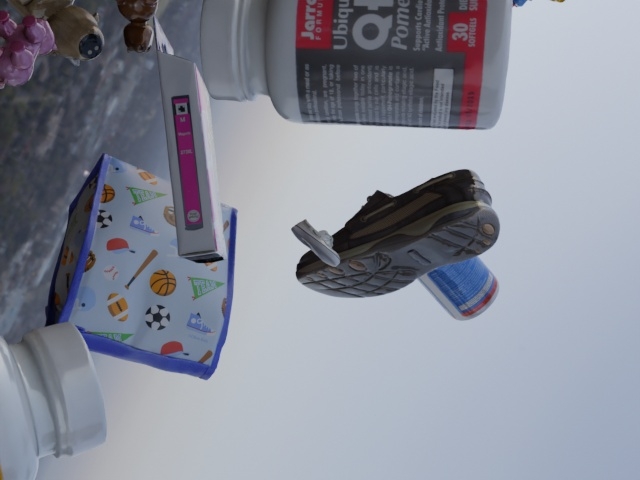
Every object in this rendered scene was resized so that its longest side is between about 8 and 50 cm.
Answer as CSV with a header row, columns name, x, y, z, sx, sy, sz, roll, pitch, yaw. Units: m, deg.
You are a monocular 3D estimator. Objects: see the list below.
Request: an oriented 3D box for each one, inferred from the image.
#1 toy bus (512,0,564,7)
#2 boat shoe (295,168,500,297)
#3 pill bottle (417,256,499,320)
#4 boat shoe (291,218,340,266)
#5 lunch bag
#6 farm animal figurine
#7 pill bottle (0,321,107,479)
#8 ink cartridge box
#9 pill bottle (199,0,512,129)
name,x,y,z,sx,sy,sz,roll,pitch,yaw
toy bus,0.348,-0.495,1.261,0.211,0.220,0.149,-45,-156,12
boat shoe,0.118,-0.008,1.215,0.355,0.132,0.130,-20,-130,28
pill bottle,0.246,0.046,1.512,0.124,0.221,0.124,-36,-157,18
boat shoe,0.000,0.000,1.082,0.035,0.035,0.100,-40,-133,-14
lunch bag,-0.352,0.076,1.510,0.239,0.327,0.386,-47,-145,37
farm animal figurine,-0.357,-0.289,0.929,0.327,0.330,0.172,61,-16,23
pill bottle,-0.245,0.117,0.459,0.117,0.208,0.118,29,-54,50
ink cartridge box,-0.204,-0.153,1.197,0.176,0.069,0.371,109,-28,-85
pill bottle,0.039,-0.214,0.833,0.176,0.318,0.177,3,90,-84
